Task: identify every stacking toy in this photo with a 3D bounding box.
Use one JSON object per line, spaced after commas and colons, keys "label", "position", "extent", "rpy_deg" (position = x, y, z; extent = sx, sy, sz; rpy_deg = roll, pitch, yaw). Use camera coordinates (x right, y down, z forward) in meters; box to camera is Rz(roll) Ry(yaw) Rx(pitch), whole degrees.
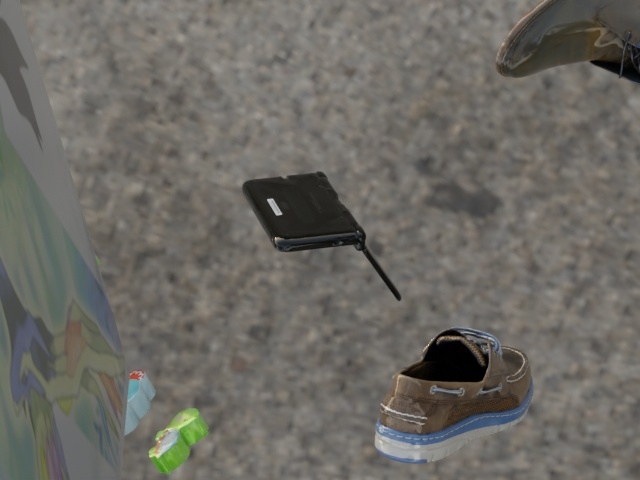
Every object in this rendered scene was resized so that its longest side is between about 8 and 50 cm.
{"label": "stacking toy", "position": [-0.144, 0.128, 1.122], "extent": [0.052, 0.167, 0.221], "rpy_deg": [-13, 30, 27]}

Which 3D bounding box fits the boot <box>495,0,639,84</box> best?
{"label": "boot", "position": [0.269, -0.184, 1.586], "extent": [0.219, 0.082, 0.106], "rpy_deg": [-29, 56, -21]}

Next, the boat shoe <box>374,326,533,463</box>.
{"label": "boat shoe", "position": [0.102, 0.098, 1.215], "extent": [0.066, 0.183, 0.066], "rpy_deg": [15, 110, 25]}

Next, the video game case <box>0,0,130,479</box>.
{"label": "video game case", "position": [-0.108, 0.000, 0.468], "extent": [0.036, 0.300, 0.329], "rpy_deg": [-12, 27, 2]}

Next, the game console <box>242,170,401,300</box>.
{"label": "game console", "position": [0.000, 0.000, 1.420], "extent": [0.122, 0.107, 0.071], "rpy_deg": [-124, 31, -59]}
